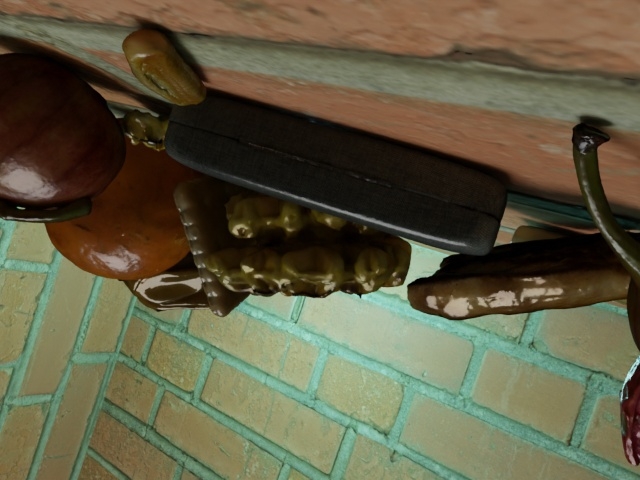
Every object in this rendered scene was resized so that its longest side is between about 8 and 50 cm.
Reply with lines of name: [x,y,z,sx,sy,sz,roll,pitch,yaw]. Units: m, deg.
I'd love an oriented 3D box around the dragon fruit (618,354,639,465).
dragon fruit: [0.399,0.096,0.530,0.262,0.134,0.211,-20,180,23]

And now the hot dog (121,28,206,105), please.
hot dog: [-0.119,-0.129,0.428,0.044,0.028,0.137,-8,-178,2]

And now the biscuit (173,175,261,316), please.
biscuit: [-0.135,-0.019,0.967,0.044,0.217,0.325,-15,-172,17]

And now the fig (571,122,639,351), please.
fig: [0.212,0.018,0.318,0.236,0.124,0.124,30,176,-22]

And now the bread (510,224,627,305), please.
bread: [0.329,0.034,0.684,0.178,0.060,0.139,19,-179,33]

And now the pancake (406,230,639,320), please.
pancake: [0.195,0.034,0.530,0.212,0.056,0.257,-13,-179,-9]

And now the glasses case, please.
glasses case: [0.012,-0.062,0.541,0.323,0.074,0.131,18,180,13]

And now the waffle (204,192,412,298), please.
waffle: [0.000,0.000,0.807,0.261,0.151,0.324,2,-175,7]

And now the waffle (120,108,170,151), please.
waffle: [-0.139,-0.121,0.786,0.262,0.060,0.280,18,180,13]

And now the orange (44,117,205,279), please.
orange: [-0.337,-0.072,0.976,0.284,0.284,0.226,18,-175,9]

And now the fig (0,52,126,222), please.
fig: [-0.335,-0.115,0.662,0.205,0.205,0.205,18,180,0]

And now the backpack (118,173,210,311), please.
backpack: [-0.252,-0.031,1.194,0.378,0.354,0.201,-13,163,-13]
